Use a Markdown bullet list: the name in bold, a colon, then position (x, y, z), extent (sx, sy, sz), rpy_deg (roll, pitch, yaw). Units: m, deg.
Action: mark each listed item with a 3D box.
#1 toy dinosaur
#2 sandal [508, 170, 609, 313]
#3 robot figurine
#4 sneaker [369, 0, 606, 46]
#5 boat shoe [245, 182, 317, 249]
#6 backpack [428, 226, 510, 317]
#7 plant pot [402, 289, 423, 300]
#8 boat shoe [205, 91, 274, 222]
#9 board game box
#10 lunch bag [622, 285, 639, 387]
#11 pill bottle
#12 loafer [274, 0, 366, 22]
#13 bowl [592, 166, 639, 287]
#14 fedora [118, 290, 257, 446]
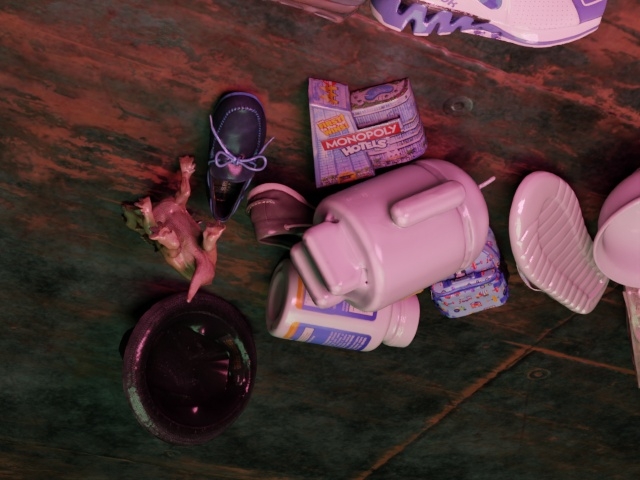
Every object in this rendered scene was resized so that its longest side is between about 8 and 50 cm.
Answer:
- **toy dinosaur**: position (-0.231, 0.004, 1.652), extent (0.127, 0.295, 0.200), rpy_deg (-21, 145, -17)
- **sandal**: position (0.412, 0.018, 1.805), extent (0.102, 0.169, 0.416), rpy_deg (22, 163, 41)
- **robot figurine**: position (0.129, -0.013, 1.616), extent (0.353, 0.200, 0.300), rpy_deg (-23, 172, -26)
- **sneaker**: position (0.231, -0.359, 1.271), extent (0.315, 0.127, 0.182), rpy_deg (-1, 139, -9)
- **boat shoe**: position (0.000, 0.000, 1.738), extent (0.112, 0.095, 0.335), rpy_deg (-27, 145, 36)
- **backpack**: position (0.260, 0.044, 1.829), extent (0.158, 0.117, 0.173), rpy_deg (-14, 139, 13)
- **plant pot**: position (0.148, 0.065, 1.832), extent (0.081, 0.083, 0.081), rpy_deg (-25, -178, -11)
- **boat shoe**: position (-0.131, -0.126, 1.595), extent (0.109, 0.089, 0.258), rpy_deg (2, 143, -6)
- **board game box**: position (0.057, -0.181, 1.558), extent (0.194, 0.060, 0.194), rpy_deg (-12, 143, 12)
- **lunch bag**: position (0.727, 0.149, 1.961), extent (0.235, 0.169, 0.287), rpy_deg (-10, 135, 15)
- **pill bottle**: position (0.044, 0.130, 1.898), extent (0.272, 0.152, 0.152), rpy_deg (11, 141, -19)
- **loafer**: position (-0.065, -0.345, 1.309), extent (0.267, 0.096, 0.084), rpy_deg (11, 147, -21)
- **bowl**: position (0.608, -0.051, 1.706), extent (0.298, 0.134, 0.298), rpy_deg (-1, 144, -1)
- **fedora**: position (-0.289, 0.250, 1.996), extent (0.152, 0.334, 0.334), rpy_deg (5, 157, 46)
